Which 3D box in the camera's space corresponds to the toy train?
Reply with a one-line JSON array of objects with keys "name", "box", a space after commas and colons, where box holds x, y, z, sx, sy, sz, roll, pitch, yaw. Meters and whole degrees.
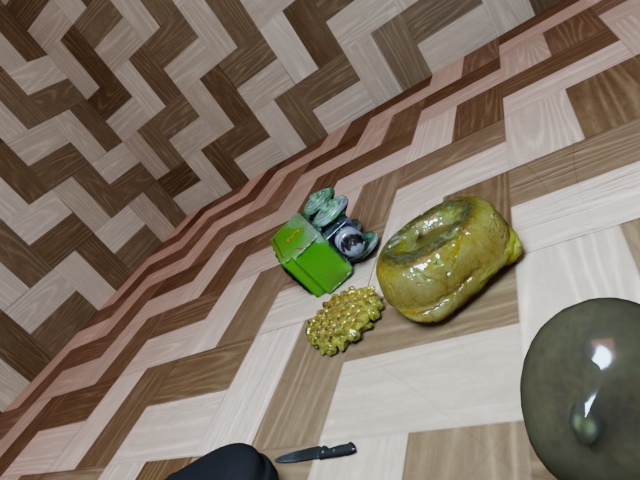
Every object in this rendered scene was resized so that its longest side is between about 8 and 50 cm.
[{"name": "toy train", "box": [0.000, 0.000, 1.195, 0.249, 0.173, 0.307, -44, 22, 0]}]

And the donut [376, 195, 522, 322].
[{"name": "donut", "box": [0.222, 0.028, 0.839, 0.261, 0.128, 0.208, -38, 20, -7]}]

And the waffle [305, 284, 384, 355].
[{"name": "waffle", "box": [0.048, 0.164, 0.951, 0.191, 0.038, 0.191, -32, 21, 14]}]

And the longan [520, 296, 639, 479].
[{"name": "longan", "box": [0.281, 0.150, 0.438, 0.189, 0.189, 0.189, -31, 22, 14]}]

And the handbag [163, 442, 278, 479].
[{"name": "handbag", "box": [-0.201, 0.417, 0.661, 0.307, 0.093, 0.254, -31, 5, 3]}]

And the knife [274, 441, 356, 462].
[{"name": "knife", "box": [-0.012, 0.340, 0.719, 0.170, 0.010, 0.023, -26, 24, 31]}]
